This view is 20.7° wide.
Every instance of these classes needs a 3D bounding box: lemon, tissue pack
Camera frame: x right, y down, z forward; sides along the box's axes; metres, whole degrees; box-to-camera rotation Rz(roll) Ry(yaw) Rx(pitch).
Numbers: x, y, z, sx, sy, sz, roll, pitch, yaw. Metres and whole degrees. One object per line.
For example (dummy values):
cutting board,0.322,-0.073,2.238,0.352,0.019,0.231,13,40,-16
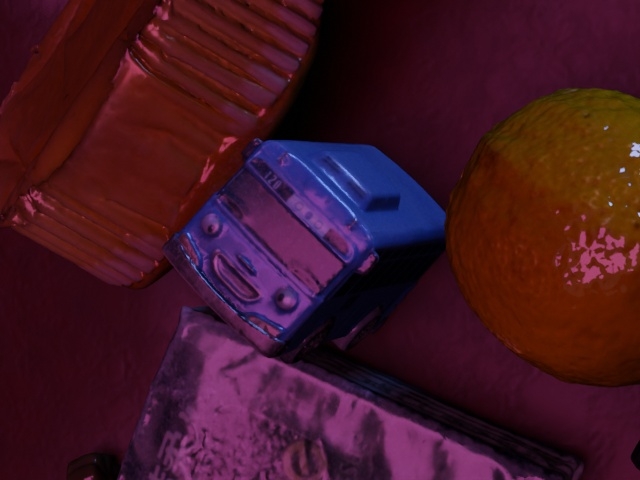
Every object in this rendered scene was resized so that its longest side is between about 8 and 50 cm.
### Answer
lemon,0.185,-0.001,1.168,0.231,0.192,0.192,40,107,39
tissue pack,0.008,0.206,1.298,0.315,0.103,0.228,23,99,17

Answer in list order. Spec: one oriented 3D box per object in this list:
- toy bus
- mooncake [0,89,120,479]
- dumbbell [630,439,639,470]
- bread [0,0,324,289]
toy bus,0.000,0.000,1.219,0.116,0.234,0.133,46,104,12
mooncake,-0.215,0.050,1.394,0.057,0.150,0.347,-14,107,8
dumbbell,0.319,0.169,1.186,0.254,0.110,0.110,39,105,7
bread,-0.115,-0.105,1.284,0.156,0.204,0.288,27,107,-26
